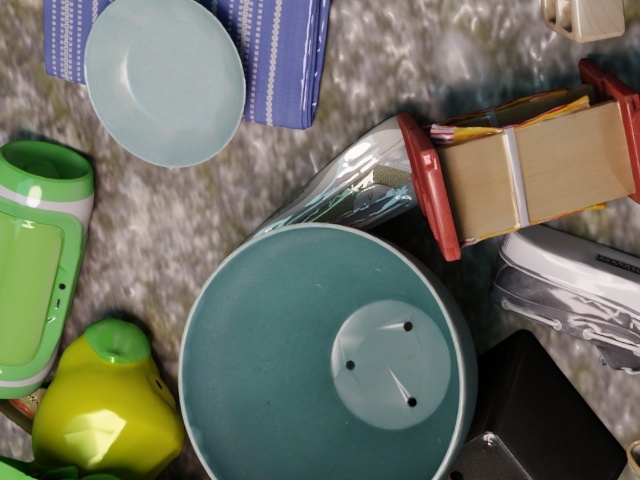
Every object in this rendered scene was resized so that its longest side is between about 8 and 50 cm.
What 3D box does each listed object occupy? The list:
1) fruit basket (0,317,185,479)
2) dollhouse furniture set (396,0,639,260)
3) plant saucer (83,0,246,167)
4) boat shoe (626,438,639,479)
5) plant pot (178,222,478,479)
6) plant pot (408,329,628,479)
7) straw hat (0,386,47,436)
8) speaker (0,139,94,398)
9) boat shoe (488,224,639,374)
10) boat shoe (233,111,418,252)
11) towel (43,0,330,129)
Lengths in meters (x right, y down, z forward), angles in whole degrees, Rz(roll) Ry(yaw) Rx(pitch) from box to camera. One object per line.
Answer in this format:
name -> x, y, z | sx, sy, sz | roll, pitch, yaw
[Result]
fruit basket -> -0.229, 0.290, 1.325 | 0.283, 0.392, 0.392 | 24, 114, 12
dollhouse furniture set -> 0.159, -0.190, 1.026 | 0.201, 0.152, 0.374 | -14, 109, 0
plant saucer -> -0.162, -0.175, 1.237 | 0.195, 0.037, 0.194 | 8, 112, 20
boat shoe -> 0.398, 0.250, 1.084 | 0.089, 0.104, 0.285 | 46, 161, -17
plant pot -> 0.033, 0.129, 1.138 | 0.290, 0.195, 0.290 | 0, 89, 25
plant pot -> 0.185, 0.238, 1.207 | 0.187, 0.167, 0.188 | -37, 91, 26
straw hat -> -0.364, 0.208, 1.453 | 0.144, 0.144, 0.061 | 37, 75, 5
speaker -> -0.353, 0.037, 1.363 | 0.131, 0.131, 0.296 | 24, 114, 12
boat shoe -> 0.310, 0.082, 1.141 | 0.301, 0.108, 0.102 | 22, 114, 15
boat shoe -> 0.002, -0.001, 1.225 | 0.320, 0.118, 0.103 | -42, 86, 20
towel -> -0.148, -0.264, 1.241 | 0.336, 0.040, 0.243 | 14, 114, 17
